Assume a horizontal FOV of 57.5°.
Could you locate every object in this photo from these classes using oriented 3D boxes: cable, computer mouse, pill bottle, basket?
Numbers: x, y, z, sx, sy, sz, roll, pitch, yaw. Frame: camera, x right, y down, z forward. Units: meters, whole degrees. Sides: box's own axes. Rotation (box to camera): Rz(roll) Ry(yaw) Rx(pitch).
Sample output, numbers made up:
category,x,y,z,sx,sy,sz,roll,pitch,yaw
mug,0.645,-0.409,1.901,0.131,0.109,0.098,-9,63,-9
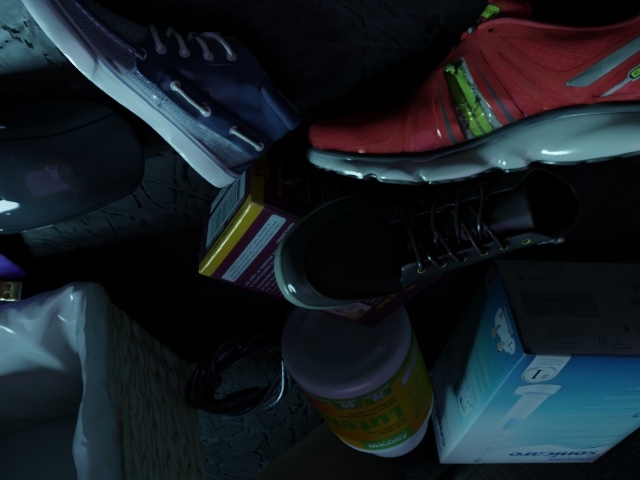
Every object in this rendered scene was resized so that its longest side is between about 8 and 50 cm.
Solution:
category,x,y,z,sx,sy,sz,roll,pitch,yaw
cable,-0.093,0.161,0.714,0.151,0.047,0.184,-30,147,7
computer mouse,-0.269,-0.014,0.476,0.262,0.060,0.184,-4,123,2
pill bottle,0.057,0.163,0.679,0.136,0.136,0.245,-13,139,12
basket,-0.308,0.272,0.600,0.331,0.328,0.266,-18,149,4

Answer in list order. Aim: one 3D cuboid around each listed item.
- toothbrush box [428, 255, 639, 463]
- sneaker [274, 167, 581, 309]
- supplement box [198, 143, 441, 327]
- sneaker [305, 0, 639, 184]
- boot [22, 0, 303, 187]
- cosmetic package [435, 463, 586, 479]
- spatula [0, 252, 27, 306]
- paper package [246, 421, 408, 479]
category,x,y,z,sx,sy,sz,roll,pitch,yaw
toothbrush box,0.271,0.156,0.692,0.216,0.126,0.295,1,139,-6
sneaker,0.080,-0.010,0.429,0.222,0.083,0.118,-18,-179,-30
supplement box,0.000,0.000,0.525,0.188,0.080,0.104,21,134,-25
sneaker,0.116,-0.106,0.406,0.279,0.107,0.118,-6,99,27
boot,-0.098,-0.123,0.398,0.086,0.069,0.190,-38,131,11
cosmetic package,0.240,0.396,0.846,0.296,0.153,0.129,-20,154,-41
spatula,-0.335,0.085,0.647,0.084,0.030,0.296,-4,140,2
paper package,-0.062,0.438,0.860,0.325,0.168,0.309,-26,157,-38
